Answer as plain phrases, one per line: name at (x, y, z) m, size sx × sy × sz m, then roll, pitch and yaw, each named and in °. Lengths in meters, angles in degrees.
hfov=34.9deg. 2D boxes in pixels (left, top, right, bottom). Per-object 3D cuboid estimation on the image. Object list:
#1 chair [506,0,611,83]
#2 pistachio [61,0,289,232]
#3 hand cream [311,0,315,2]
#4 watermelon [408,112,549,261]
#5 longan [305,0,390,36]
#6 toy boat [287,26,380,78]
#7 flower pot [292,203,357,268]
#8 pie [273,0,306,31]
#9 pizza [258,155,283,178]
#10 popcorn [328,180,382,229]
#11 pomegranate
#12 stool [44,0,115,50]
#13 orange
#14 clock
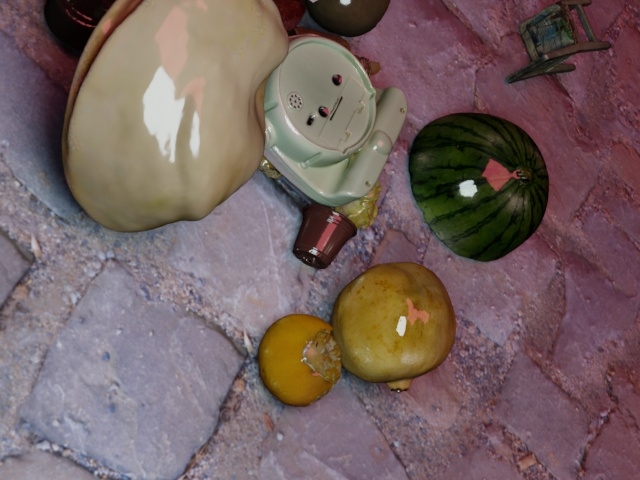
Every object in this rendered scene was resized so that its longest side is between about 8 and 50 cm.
chair at (0.541, -0.477, 2.411) m, size 0.270 × 0.136 × 0.147 m, roll -15°, pitch 81°, yaw -39°
pistachio at (-0.222, -0.214, 1.580) m, size 0.365 × 0.281 × 0.445 m, roll 34°, pitch 85°, yaw -51°
hand cream at (-0.032, -0.535, 1.942) m, size 0.133 × 0.083 × 0.248 m, roll -30°, pitch 55°, yaw -20°
watermelon at (0.356, -0.139, 2.106) m, size 0.331 × 0.189 × 0.330 m, roll 20°, pitch 58°, yaw -37°
longan at (0.058, -0.495, 2.025) m, size 0.189 × 0.189 × 0.189 m, roll 15°, pitch 63°, yaw -33°
toy boat at (-0.019, -0.348, 1.953) m, size 0.310 × 0.089 × 0.115 m, roll 7°, pitch 77°, yaw -36°
flower pot at (0.000, 0.000, 1.827) m, size 0.111 × 0.111 × 0.089 m, roll 34°, pitch 69°, yaw -23°
pie at (-0.128, -0.452, 1.884) m, size 0.204 × 0.054 × 0.218 m, roll 30°, pitch 35°, yaw 4°
pizza at (-0.129, -0.199, 1.824) m, size 0.226 × 0.069 × 0.147 m, roll 19°, pitch 70°, yaw -31°
popcorn at (0.067, -0.066, 1.914) m, size 0.109 × 0.089 × 0.097 m, roll -66°, pitch 156°, yaw -18°
pomegranate at (0.124, 0.145, 1.787) m, size 0.233 × 0.233 × 0.233 m, roll 15°, pitch 63°, yaw -33°
stool at (-0.367, -0.362, 1.675) m, size 0.125 × 0.121 × 0.217 m, roll -27°, pitch 84°, yaw -43°
orange at (-0.029, 0.198, 1.699) m, size 0.157 × 0.134 × 0.156 m, roll 6°, pitch 76°, yaw -25°
clock at (-0.012, -0.238, 1.809) m, size 0.324 × 0.109 × 0.265 m, roll 37°, pitch 61°, yaw -23°
